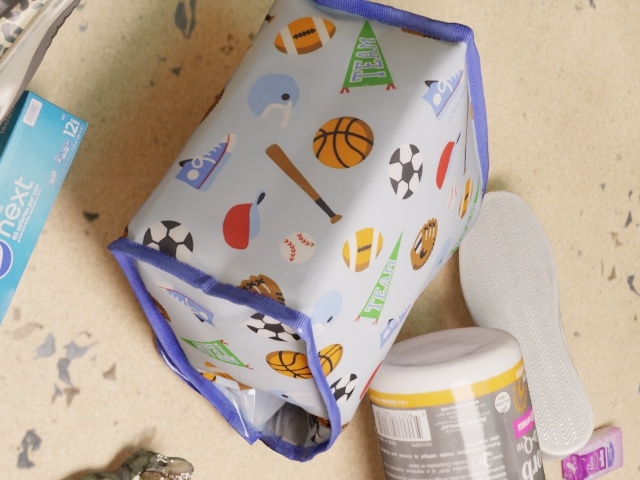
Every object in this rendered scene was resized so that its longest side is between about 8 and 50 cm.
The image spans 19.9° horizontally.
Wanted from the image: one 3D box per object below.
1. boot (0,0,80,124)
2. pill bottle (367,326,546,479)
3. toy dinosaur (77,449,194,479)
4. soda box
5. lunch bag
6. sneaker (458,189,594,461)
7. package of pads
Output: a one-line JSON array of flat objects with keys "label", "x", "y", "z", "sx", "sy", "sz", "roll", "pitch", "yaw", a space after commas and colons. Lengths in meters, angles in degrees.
[{"label": "boot", "x": -0.316, "y": -0.273, "z": 1.438, "sx": 0.284, "sy": 0.138, "sz": 0.377, "roll": 35, "pitch": 81, "yaw": -39}, {"label": "pill bottle", "x": 0.146, "y": 0.239, "z": 1.844, "sx": 0.162, "sy": 0.162, "sz": 0.278, "roll": -20, "pitch": 104, "yaw": -36}, {"label": "toy dinosaur", "x": -0.234, "y": 0.278, "z": 1.659, "sx": 0.268, "sy": 0.064, "sz": 0.118, "roll": -18, "pitch": 103, "yaw": -34}, {"label": "soda box", "x": -0.281, "y": -0.022, "z": 1.550, "sx": 0.067, "sy": 0.071, "sz": 0.210, "roll": 30, "pitch": 79, "yaw": -39}, {"label": "lunch bag", "x": 0.000, "y": 0.000, "z": 1.678, "sx": 0.328, "sy": 0.239, "sz": 0.385, "roll": -58, "pitch": 156, "yaw": -18}, {"label": "sneaker", "x": 0.215, "y": 0.102, "z": 1.983, "sx": 0.108, "sy": 0.169, "sz": 0.292, "roll": -13, "pitch": 76, "yaw": -1}, {"label": "package of pads", "x": 0.320, "y": 0.252, "z": 2.137, "sx": 0.083, "sy": 0.032, "sz": 0.050, "roll": -17, "pitch": 106, "yaw": -37}]
